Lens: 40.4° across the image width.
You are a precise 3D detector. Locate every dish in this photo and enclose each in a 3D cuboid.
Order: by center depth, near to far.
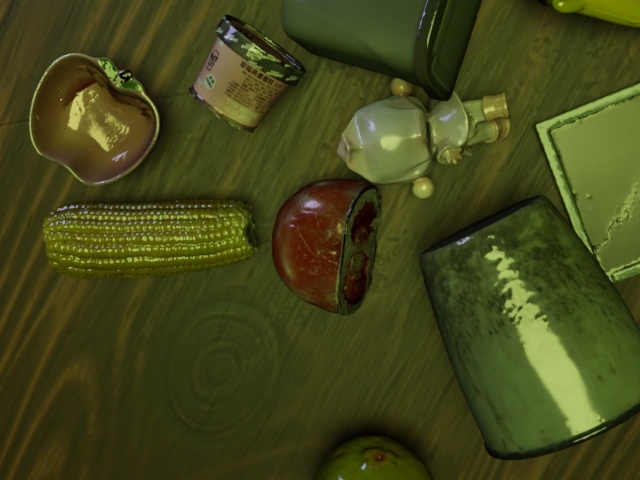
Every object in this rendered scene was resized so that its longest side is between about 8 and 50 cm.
[{"bbox_3d":[-0.354,-0.198,1.410,0.214,0.090,0.213,1,101,5],"label":"dish"}]

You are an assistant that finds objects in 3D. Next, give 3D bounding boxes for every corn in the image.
[{"bbox_3d":[-0.274,-0.005,1.416,0.345,0.131,0.131,-4,98,4],"label":"corn"}]

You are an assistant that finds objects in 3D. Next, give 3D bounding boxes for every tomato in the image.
[{"bbox_3d":[0.000,0.000,1.392,0.155,0.181,0.213,13,98,17],"label":"tomato"}]

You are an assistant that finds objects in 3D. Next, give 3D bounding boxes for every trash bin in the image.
[{"bbox_3d":[0.096,-0.339,1.269,0.250,0.219,0.219,18,90,26],"label":"trash bin"}]

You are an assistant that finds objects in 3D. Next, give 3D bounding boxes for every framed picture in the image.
[{"bbox_3d":[0.503,-0.095,1.406,0.231,0.018,0.293,-21,97,6],"label":"framed picture"}]

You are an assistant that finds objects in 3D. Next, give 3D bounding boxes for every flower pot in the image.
[{"bbox_3d":[0.311,0.123,1.325,0.294,0.293,0.330,-29,90,7],"label":"flower pot"}]

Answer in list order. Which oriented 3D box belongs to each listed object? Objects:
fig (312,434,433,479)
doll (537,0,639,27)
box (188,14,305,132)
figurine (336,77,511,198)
[{"bbox_3d":[0.078,0.442,1.423,0.207,0.207,0.230,22,103,0],"label":"fig"},{"bbox_3d":[0.406,-0.391,1.300,0.363,0.145,0.199,22,61,-2],"label":"doll"},{"bbox_3d":[-0.121,-0.254,1.362,0.151,0.151,0.135,35,108,-2],"label":"box"},{"bbox_3d":[0.161,-0.166,1.360,0.276,0.133,0.200,-13,94,5],"label":"figurine"}]
